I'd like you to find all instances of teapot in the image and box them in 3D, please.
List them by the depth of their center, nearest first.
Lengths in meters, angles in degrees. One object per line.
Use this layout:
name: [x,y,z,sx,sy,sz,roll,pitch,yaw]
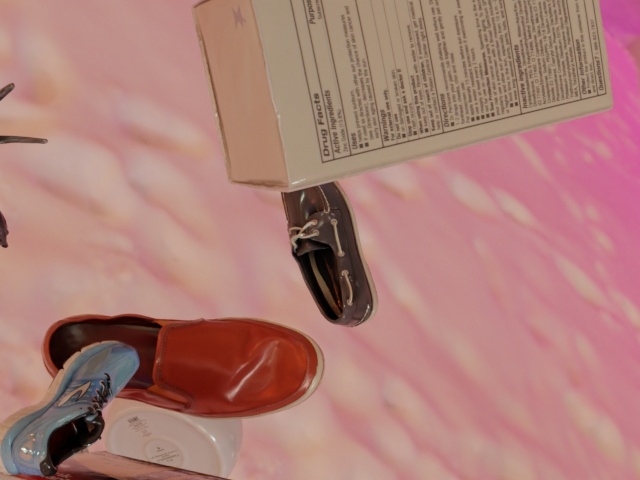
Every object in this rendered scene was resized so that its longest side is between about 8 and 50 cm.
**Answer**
teapot: [-0.242,0.304,1.749,0.256,0.252,0.187,14,37,5]

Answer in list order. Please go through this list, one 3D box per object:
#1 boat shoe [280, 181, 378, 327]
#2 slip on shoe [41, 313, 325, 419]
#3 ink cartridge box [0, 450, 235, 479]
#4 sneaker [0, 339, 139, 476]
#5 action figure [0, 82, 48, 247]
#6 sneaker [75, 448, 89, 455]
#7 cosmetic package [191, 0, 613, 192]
boat shoe: [0.000,0.000,1.129,0.065,0.075,0.206,-10,75,-57]
slip on shoe: [-0.160,0.139,1.159,0.101,0.331,0.123,92,5,-80]
ink cartridge box: [-0.133,0.299,0.995,0.272,0.309,0.130,17,80,-68]
sneaker: [-0.208,0.154,0.896,0.162,0.073,0.063,-49,137,-40]
action figure: [-0.324,-0.017,0.677,0.275,0.141,0.164,-45,139,-27]
sneaker: [-0.381,0.310,1.283,0.215,0.083,0.084,1,84,-68]
cosmetic package: [0.067,-0.144,0.797,0.296,0.129,0.153,-14,101,-24]
